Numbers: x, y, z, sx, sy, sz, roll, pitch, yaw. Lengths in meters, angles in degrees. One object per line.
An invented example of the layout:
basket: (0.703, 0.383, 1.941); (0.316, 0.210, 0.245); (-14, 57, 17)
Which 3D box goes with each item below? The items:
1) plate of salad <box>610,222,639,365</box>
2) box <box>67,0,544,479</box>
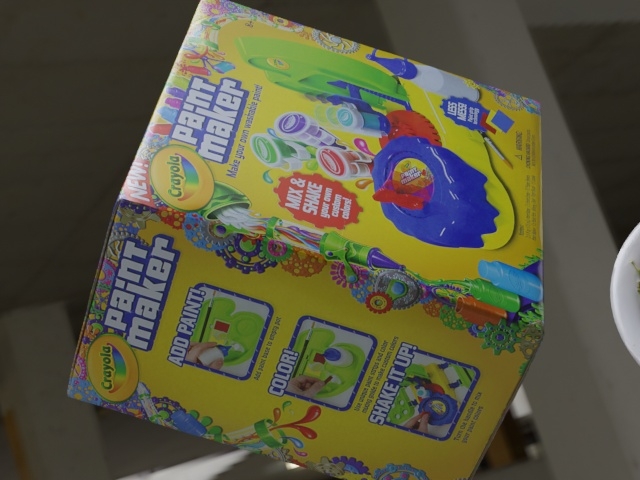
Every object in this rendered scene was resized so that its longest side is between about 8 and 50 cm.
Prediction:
plate of salad: (0.258, 0.022, 0.772); (0.199, 0.200, 0.048); (-17, -46, -6)
box: (0.000, 0.000, 1.027); (0.279, 0.290, 0.177); (17, -54, -5)
